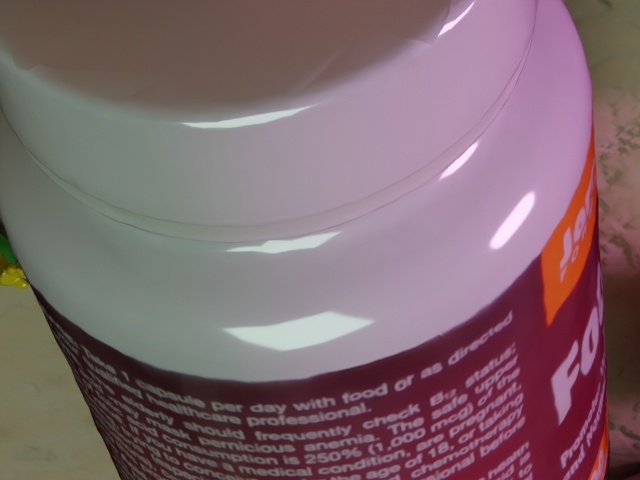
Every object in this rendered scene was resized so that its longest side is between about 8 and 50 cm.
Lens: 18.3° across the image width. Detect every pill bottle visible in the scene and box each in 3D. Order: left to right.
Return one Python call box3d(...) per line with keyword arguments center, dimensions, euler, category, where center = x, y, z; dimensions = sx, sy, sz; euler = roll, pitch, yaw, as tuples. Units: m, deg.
box3d(center=(0.000, 0.000, 0.791), dimensions=(0.224, 0.224, 0.392), euler=(-3, 145, 8), category="pill bottle")

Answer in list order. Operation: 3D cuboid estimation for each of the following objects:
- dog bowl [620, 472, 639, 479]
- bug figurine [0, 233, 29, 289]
box3d(center=(0.222, 0.274, 1.042), dimensions=(0.408, 0.408, 0.150), euler=(-15, 123, 24), category="dog bowl")
box3d(center=(-0.274, 0.018, 0.968), dimensions=(0.216, 0.072, 0.279), euler=(19, 138, -32), category="bug figurine")
